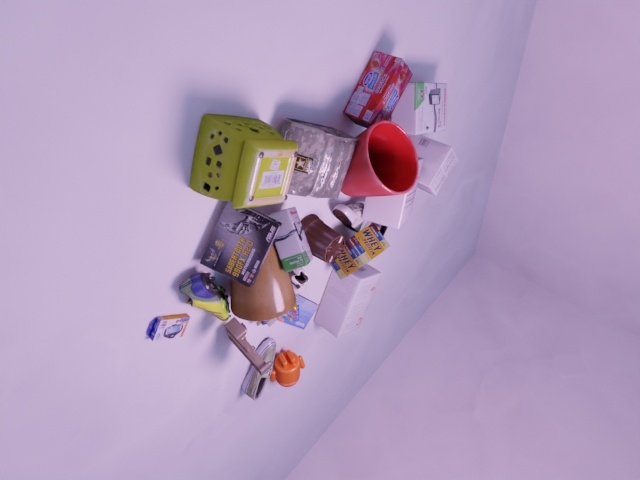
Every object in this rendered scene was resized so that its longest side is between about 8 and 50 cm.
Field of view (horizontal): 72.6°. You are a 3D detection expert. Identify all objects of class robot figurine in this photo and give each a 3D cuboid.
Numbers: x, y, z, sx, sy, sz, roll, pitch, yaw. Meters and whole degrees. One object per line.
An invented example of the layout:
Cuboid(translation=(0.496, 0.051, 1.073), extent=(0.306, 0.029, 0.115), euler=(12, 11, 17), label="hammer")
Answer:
Cuboid(translation=(-0.161, 0.633, 2.142), extent=(0.158, 0.128, 0.219), euler=(-55, 156, -45), label="robot figurine")

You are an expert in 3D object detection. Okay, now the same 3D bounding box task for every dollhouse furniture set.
Cuboid(translation=(-0.180, 0.329, 1.683), extent=(0.303, 0.198, 0.286), euler=(-41, 167, -21), label="dollhouse furniture set")

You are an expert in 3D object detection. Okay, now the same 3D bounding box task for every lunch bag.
Cuboid(translation=(-0.038, -0.273, 1.471), extent=(0.287, 0.169, 0.235), euler=(-5, 121, -47), label="lunch bag")

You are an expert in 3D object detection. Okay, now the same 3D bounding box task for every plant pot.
Cuboid(translation=(0.000, 0.000, 1.769), extent=(0.167, 0.165, 0.166), euler=(-36, 142, -34), label="plant pot")
Cuboid(translation=(0.187, -0.282, 1.632), extent=(0.275, 0.243, 0.274), euler=(6, 80, -38), label="plant pot")
Cuboid(translation=(-0.213, 0.112, 1.530), extent=(0.237, 0.237, 0.254), euler=(-27, 123, -42), label="plant pot")
Cuboid(translation=(-0.204, -0.214, 1.238), extent=(0.228, 0.207, 0.227), euler=(-14, 128, -51), label="plant pot")

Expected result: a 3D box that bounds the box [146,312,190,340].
Cuboid(translation=(-0.501, 0.285, 1.433), extent=(0.136, 0.028, 0.081), euler=(4, 114, -58), label="box")

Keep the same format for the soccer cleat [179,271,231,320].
Cuboid(translation=(-0.389, 0.201, 1.488), extent=(0.121, 0.093, 0.289), euler=(-20, 146, -4), label="soccer cleat")

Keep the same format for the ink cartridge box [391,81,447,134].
Cuboid(translation=(0.430, -0.568, 1.872), extent=(0.289, 0.122, 0.211), euler=(-21, 114, -46), label="ink cartridge box")

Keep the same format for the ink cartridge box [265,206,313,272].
Cuboid(translation=(-0.107, -0.009, 1.531), extent=(0.087, 0.208, 0.153), euler=(-19, -175, 9), label="ink cartridge box")

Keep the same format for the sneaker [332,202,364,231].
Cuboid(translation=(0.135, -0.131, 1.921), extent=(0.123, 0.106, 0.290), euler=(-60, 161, -3), label="sneaker")

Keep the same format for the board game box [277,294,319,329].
Cuboid(translation=(-0.107, 0.333, 2.050), extent=(0.145, 0.027, 0.281), euler=(-57, 150, -5), label="board game box")

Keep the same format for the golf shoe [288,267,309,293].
Cuboid(translation=(-0.102, 0.167, 1.815), extent=(0.105, 0.120, 0.272), euler=(-51, 149, -17), label="golf shoe")

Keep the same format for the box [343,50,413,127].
Cuboid(translation=(0.214, -0.548, 1.620), extent=(0.123, 0.128, 0.256), euler=(17, 103, -59), label="box")

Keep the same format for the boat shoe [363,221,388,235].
Cuboid(translation=(0.328, -0.135, 2.192), extent=(0.324, 0.097, 0.117), euler=(-60, 150, 4), label="boat shoe")

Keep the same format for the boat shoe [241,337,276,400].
Cuboid(translation=(-0.261, 0.588, 1.988), extent=(0.109, 0.094, 0.302), euler=(1, 116, -56), label="boat shoe")

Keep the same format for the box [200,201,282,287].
Cuboid(translation=(-0.253, 0.008, 1.391), extent=(0.231, 0.183, 0.056), euler=(-63, -179, 9), label="box")

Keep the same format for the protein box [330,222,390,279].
Cuboid(translation=(0.170, 0.050, 2.005), extent=(0.200, 0.136, 0.201), euler=(-31, 174, -39), label="protein box")

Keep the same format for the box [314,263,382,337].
Cuboid(translation=(0.140, 0.290, 2.231), extent=(0.215, 0.168, 0.345), euler=(-9, 123, -53), label="box")

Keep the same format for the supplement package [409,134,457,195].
Cuboid(translation=(0.457, -0.362, 2.009), extent=(0.204, 0.262, 0.145), euler=(-60, 150, 2), label="supplement package")

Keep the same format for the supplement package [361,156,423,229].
Cuboid(translation=(0.312, -0.224, 1.888), extent=(0.175, 0.178, 0.292), euler=(-32, 135, -59), label="supplement package")
